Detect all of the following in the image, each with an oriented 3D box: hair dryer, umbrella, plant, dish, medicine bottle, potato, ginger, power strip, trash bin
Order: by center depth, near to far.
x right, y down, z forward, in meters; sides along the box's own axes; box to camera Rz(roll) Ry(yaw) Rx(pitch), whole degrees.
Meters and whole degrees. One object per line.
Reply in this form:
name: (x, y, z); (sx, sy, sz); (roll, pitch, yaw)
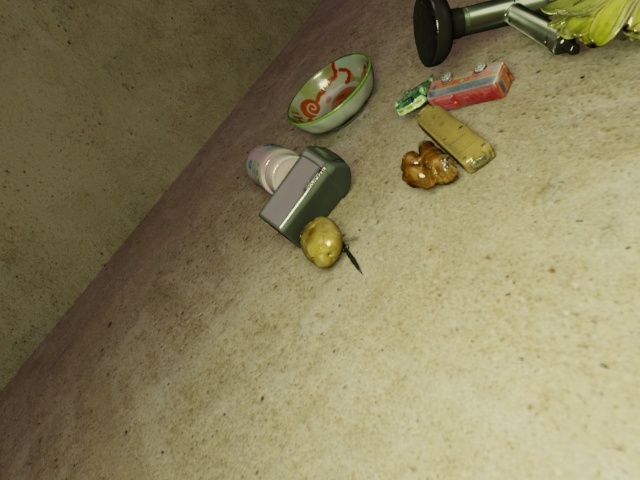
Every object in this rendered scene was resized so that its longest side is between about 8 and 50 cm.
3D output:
plant: (0.547, -0.431, 0.619); (0.305, 0.261, 0.297); (-36, -15, -16)
ginger: (0.217, -0.149, 0.843); (0.103, 0.074, 0.162); (-24, 30, 10)
hair dryer: (0.381, -0.468, 0.848); (0.319, 0.156, 0.284); (-9, 30, 7)
umbrella: (0.063, 0.029, 0.875); (0.149, 0.022, 0.022); (-126, 39, -58)
power strip: (0.284, -0.230, 0.879); (0.064, 0.044, 0.306); (-38, 34, 15)
potato: (0.000, 0.000, 0.907); (0.170, 0.079, 0.107); (-122, 46, -63)
trash bin: (-0.029, -0.112, 0.989); (0.101, 0.177, 0.236); (36, 86, 21)
medicine bottle: (-0.129, -0.214, 1.248); (0.152, 0.152, 0.254); (-48, 30, -3)
dish: (0.053, -0.461, 1.342); (0.323, 0.124, 0.325); (-24, 43, 25)

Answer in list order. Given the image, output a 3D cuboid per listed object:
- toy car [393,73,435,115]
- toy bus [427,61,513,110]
toy car: (0.257, -0.375, 1.054); (0.093, 0.058, 0.186); (-23, 20, 39)
toy bus: (0.336, -0.351, 0.930); (0.192, 0.065, 0.077); (6, 66, 53)
